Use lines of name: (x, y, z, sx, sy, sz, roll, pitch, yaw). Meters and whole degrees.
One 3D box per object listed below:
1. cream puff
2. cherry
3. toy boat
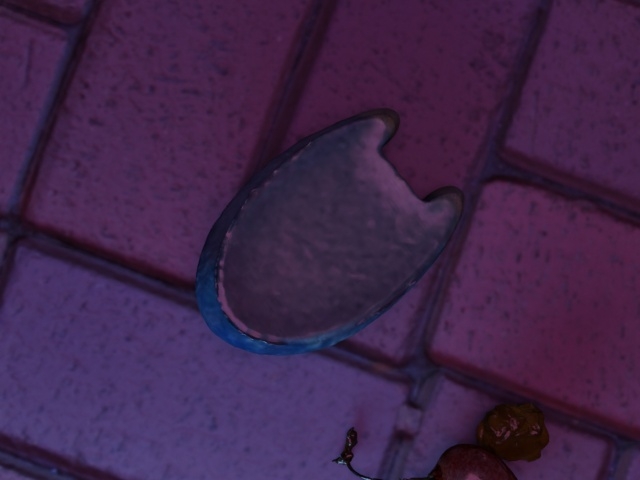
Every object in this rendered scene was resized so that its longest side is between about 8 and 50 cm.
cream puff: (0.220, 0.219, 1.592, 0.083, 0.083, 0.058, -25, 43, 8)
cherry: (0.130, 0.265, 1.570, 0.225, 0.090, 0.107, 25, 119, 7)
toy boat: (0.000, 0.000, 1.586, 0.330, 0.123, 0.215, -43, 96, -14)
